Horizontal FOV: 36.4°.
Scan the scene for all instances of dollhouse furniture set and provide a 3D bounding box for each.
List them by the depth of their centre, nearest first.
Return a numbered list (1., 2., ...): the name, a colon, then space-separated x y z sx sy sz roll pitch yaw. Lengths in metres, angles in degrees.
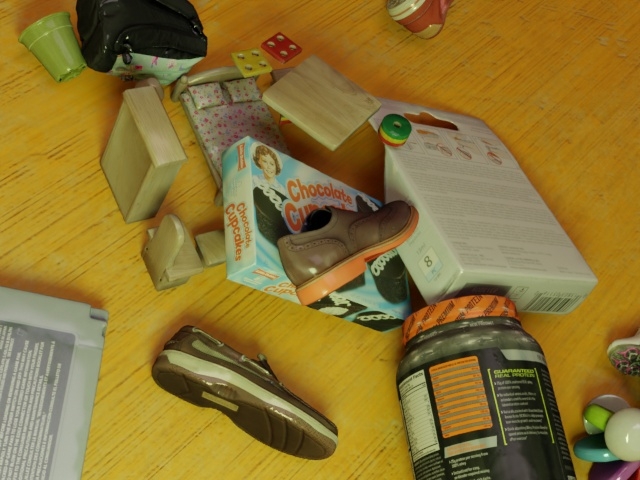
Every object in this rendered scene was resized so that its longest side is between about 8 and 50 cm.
1. dollhouse furniture set: -0.105 -0.131 1.372 0.355 0.174 0.303 -16 71 -30

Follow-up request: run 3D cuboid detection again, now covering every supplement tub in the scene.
1. supplement tub: 0.216 0.257 1.285 0.207 0.207 0.338 3 63 -23

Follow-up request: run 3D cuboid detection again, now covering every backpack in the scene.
1. backpack: -0.257 -0.298 1.413 0.182 0.115 0.152 3 71 -42

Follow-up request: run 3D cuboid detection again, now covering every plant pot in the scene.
1. plant pot: -0.374 -0.271 1.390 0.083 0.083 0.079 -33 92 -34

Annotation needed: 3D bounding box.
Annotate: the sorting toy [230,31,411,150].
1. sorting toy: -0.008 -0.199 1.428 0.274 0.046 0.132 37 50 9

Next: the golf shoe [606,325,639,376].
1. golf shoe: 0.526 0.170 1.567 0.186 0.067 0.086 3 41 -28

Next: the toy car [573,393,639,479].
1. toy car: 0.448 0.316 1.415 0.182 0.159 0.136 34 91 -4

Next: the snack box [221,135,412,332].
1. snack box: 0.000 0.000 1.338 0.322 0.060 0.187 22 52 -44

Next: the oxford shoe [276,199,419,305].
1. oxford shoe: 0.042 -0.014 1.268 0.098 0.097 0.271 58 37 -2

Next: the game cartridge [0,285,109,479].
1. game cartridge: -0.368 0.198 1.146 0.196 0.060 0.294 16 58 -20

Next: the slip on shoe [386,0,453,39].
1. slip on shoe: 0.219 -0.484 1.760 0.101 0.123 0.331 45 51 -24

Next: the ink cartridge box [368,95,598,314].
1. ink cartridge box: 0.216 -0.058 1.513 0.308 0.091 0.385 5 43 -37

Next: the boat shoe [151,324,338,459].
1. boat shoe: -0.084 0.187 1.258 0.257 0.095 0.095 30 49 -7
